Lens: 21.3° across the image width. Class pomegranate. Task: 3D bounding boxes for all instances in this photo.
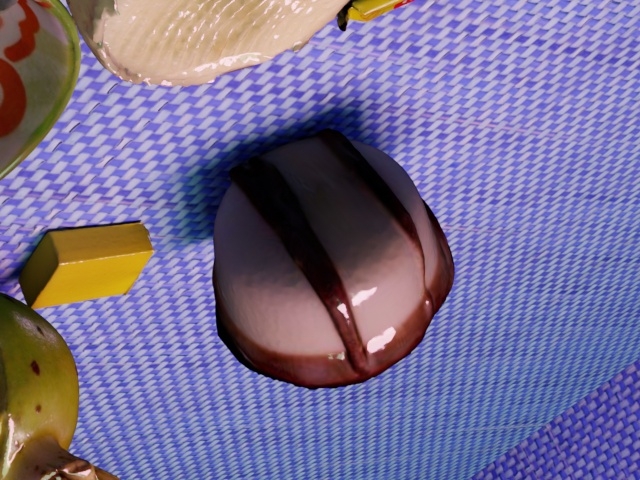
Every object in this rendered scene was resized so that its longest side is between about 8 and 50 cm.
[{"bbox_3d":[-0.351,0.193,1.763,0.260,0.341,0.260,-47,162,-20],"label":"pomegranate"}]

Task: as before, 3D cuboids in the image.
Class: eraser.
[{"bbox_3d":[-0.253,0.027,1.841,0.122,0.045,0.097,-7,150,-38],"label":"eraser"}]

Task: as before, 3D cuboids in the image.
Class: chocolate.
[{"bbox_3d":[0.000,0.000,1.821,0.284,0.283,0.186,-23,135,-5],"label":"chocolate"}]

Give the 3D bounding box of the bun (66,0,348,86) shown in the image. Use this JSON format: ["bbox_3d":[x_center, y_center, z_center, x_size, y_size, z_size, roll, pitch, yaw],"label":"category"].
[{"bbox_3d":[-0.084,-0.240,1.316,0.259,0.152,0.259,-19,158,-8],"label":"bun"}]

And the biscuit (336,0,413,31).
[{"bbox_3d":[0.151,-0.269,1.651,0.292,0.026,0.048,-22,176,-7],"label":"biscuit"}]

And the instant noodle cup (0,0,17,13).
[{"bbox_3d":[-0.345,-0.204,0.997,0.214,0.296,0.296,-28,158,23],"label":"instant noodle cup"}]

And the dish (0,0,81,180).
[{"bbox_3d":[-0.357,-0.132,1.317,0.324,0.124,0.324,-28,157,-13],"label":"dish"}]
